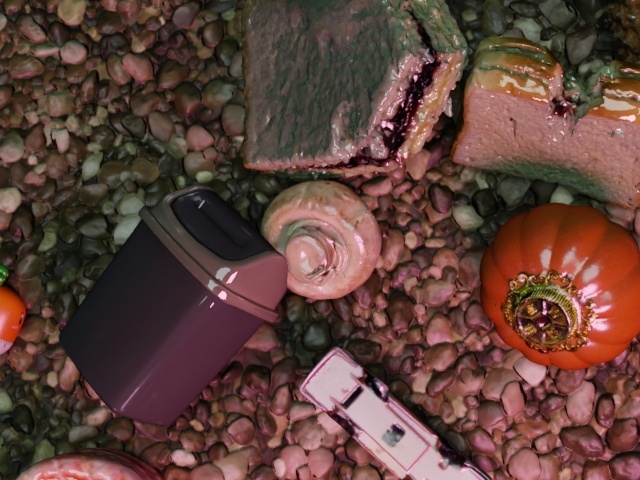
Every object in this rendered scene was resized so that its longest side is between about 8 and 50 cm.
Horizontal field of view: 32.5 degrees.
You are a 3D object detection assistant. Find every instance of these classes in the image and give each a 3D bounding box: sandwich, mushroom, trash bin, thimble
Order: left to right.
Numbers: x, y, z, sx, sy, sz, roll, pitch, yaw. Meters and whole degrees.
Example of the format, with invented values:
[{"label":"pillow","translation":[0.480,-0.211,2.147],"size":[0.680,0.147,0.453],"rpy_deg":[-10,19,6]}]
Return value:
[{"label":"thimble","translation":[-0.312,0.393,1.459],"size":[0.239,0.162,0.239],"rpy_deg":[0,86,6]},{"label":"trash bin","translation":[-0.191,0.084,1.459],"size":[0.290,0.182,0.209],"rpy_deg":[-51,58,5]},{"label":"mushroom","translation":[0.000,0.000,1.471],"size":[0.166,0.127,0.166],"rpy_deg":[3,109,10]},{"label":"sandwich","translation":[0.036,-0.218,1.425],"size":[0.325,0.131,0.262],"rpy_deg":[-5,82,44]},{"label":"sandwich","translation":[0.312,-0.153,1.400],"size":[0.273,0.249,0.095],"rpy_deg":[15,69,7]}]

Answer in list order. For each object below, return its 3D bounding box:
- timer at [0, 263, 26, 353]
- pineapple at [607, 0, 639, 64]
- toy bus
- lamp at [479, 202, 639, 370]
[{"label":"timer","translation":[-0.477,0.090,1.547],"size":[0.136,0.099,0.136],"rpy_deg":[1,79,-6]},{"label":"pineapple","translation":[0.449,-0.328,1.439],"size":[0.202,0.202,0.362],"rpy_deg":[-34,73,2]},{"label":"toy bus","translation":[0.099,0.257,1.446],"size":[0.274,0.112,0.090],"rpy_deg":[42,90,9]},{"label":"lamp","translation":[0.312,0.059,1.403],"size":[0.223,0.196,0.223],"rpy_deg":[14,121,24]}]
